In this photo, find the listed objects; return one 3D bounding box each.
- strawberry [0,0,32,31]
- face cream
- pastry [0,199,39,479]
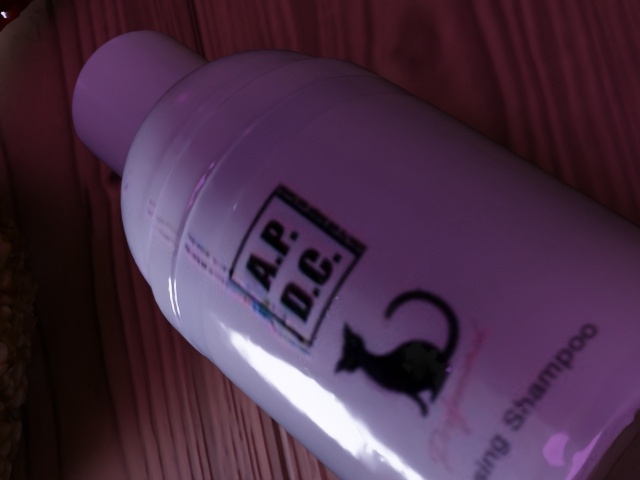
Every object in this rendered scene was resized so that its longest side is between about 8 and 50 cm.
[{"bbox_3d":[-0.259,-0.143,0.780,0.286,0.188,0.106,-23,100,19],"label":"strawberry"},{"bbox_3d":[0.000,0.000,0.535,0.370,0.145,0.145,35,105,38],"label":"face cream"},{"bbox_3d":[-0.259,0.056,0.736,0.311,0.162,0.255,18,105,51],"label":"pastry"}]
